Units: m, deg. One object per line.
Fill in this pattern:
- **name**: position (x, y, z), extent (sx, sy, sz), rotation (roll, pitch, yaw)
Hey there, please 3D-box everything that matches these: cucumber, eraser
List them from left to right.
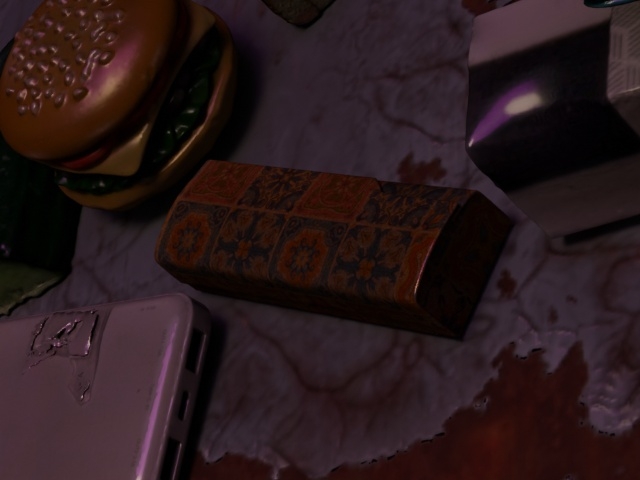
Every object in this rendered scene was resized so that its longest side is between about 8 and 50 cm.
- **cucumber**: position (-0.217, -0.060, 1.312), extent (0.115, 0.063, 0.243), rotation (-20, 47, 32)
- **eraser**: position (0.259, -0.106, 0.860), extent (0.404, 0.098, 0.096), rotation (-16, 50, 34)

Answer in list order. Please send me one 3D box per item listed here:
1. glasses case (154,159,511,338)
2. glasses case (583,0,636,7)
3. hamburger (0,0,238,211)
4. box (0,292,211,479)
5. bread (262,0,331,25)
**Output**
- **glasses case**: position (0.000, 0.000, 1.064), extent (0.218, 0.049, 0.075), rotation (8, 68, 46)
- **glasses case**: position (0.173, -0.184, 0.907), extent (0.117, 0.070, 0.301), rotation (-27, 14, 23)
- **hamburger**: position (-0.132, -0.099, 1.213), extent (0.162, 0.115, 0.162), rotation (-24, 48, 30)
- **box**: position (-0.187, 0.112, 1.164), extent (0.285, 0.044, 0.142), rotation (-9, 57, 39)
- **bread**: position (-0.021, -0.168, 1.214), extent (0.043, 0.062, 0.109), rotation (-42, -2, 8)
